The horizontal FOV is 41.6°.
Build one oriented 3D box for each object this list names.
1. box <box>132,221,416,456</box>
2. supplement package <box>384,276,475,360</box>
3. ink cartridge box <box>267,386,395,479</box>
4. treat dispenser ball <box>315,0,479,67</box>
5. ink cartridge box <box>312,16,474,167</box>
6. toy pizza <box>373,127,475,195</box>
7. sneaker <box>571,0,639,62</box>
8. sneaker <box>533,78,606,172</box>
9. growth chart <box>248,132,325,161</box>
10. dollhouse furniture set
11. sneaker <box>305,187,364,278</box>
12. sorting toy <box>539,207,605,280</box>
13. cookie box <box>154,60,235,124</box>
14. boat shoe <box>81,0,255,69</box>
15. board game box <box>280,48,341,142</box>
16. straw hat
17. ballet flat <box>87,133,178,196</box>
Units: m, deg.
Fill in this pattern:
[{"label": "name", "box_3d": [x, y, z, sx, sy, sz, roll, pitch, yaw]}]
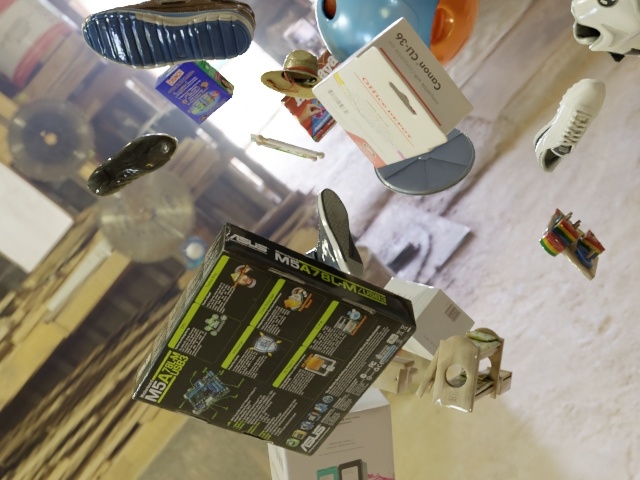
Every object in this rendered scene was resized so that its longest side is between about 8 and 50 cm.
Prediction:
[{"label": "box", "box_3d": [-0.043, 0.096, 0.735, 0.190, 0.184, 0.045, -56, 19, 30]}, {"label": "supplement package", "box_3d": [0.237, 0.193, 2.073, 0.134, 0.139, 0.244, -51, 21, -11]}, {"label": "ink cartridge box", "box_3d": [0.015, 0.396, 1.533, 0.197, 0.270, 0.198, -9, 17, -13]}, {"label": "treat dispenser ball", "box_3d": [0.133, -0.418, 1.478, 0.288, 0.288, 0.288, -44, 18, 18]}, {"label": "ink cartridge box", "box_3d": [0.075, -0.145, 0.841, 0.067, 0.115, 0.198, -43, 10, -12]}, {"label": "toy pizza", "box_3d": [0.206, -0.157, 1.668, 0.201, 0.032, 0.201, -8, 49, 9]}, {"label": "sneaker", "box_3d": [0.489, -0.356, 1.355, 0.146, 0.331, 0.122, -12, 79, 30]}, {"label": "sneaker", "box_3d": [0.555, -0.251, 1.855, 0.094, 0.090, 0.235, -75, 8, -46]}, {"label": "growth chart", "box_3d": [-0.076, -0.203, 1.833, 0.237, 0.172, 0.021, -148, 72, -82]}, {"label": "dollhouse furniture set", "box_3d": [0.185, 0.170, 1.249, 0.161, 0.182, 0.101, 10, 96, 29]}, {"label": "sneaker", "box_3d": [-0.001, 0.001, 2.008, 0.163, 0.226, 0.086, -20, -5, 43]}, {"label": "sorting toy", "box_3d": [0.524, -0.002, 1.710, 0.046, 0.132, 0.274, -46, -4, 27]}, {"label": "cookie box", "box_3d": [-0.221, -0.272, 1.488, 0.092, 0.107, 0.040, -33, 35, 26]}, {"label": "boat shoe", "box_3d": [-0.157, -0.224, 0.890, 0.066, 0.183, 0.066, -80, -9, -47]}, {"label": "board game box", "box_3d": [0.040, -0.384, 2.012, 0.281, 0.145, 0.027, -45, -19, 19]}, {"label": "straw hat", "box_3d": [-0.035, -0.298, 1.467, 0.144, 0.145, 0.061, -8, 69, 66]}, {"label": "ballet flat", "box_3d": [-0.293, -0.122, 1.319, 0.173, 0.057, 0.049, -25, 3, 21]}]
